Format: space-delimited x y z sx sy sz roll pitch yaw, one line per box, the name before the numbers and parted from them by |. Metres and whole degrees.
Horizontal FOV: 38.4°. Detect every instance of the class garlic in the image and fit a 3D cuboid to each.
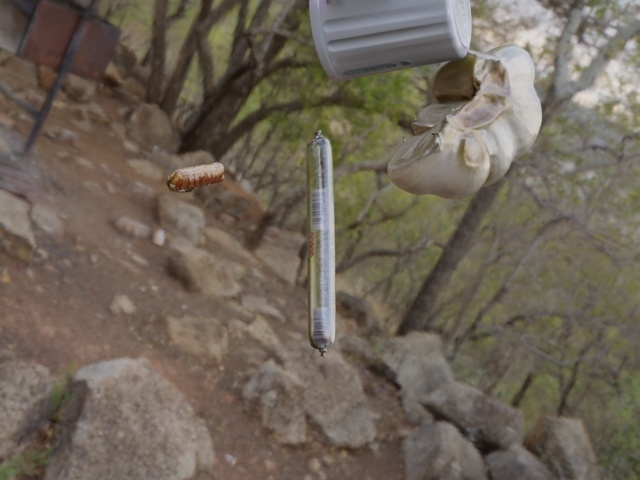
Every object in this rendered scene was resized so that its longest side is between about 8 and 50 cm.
garlic | 0.227 -0.170 1.399 0.184 0.281 0.203 30 -13 -19

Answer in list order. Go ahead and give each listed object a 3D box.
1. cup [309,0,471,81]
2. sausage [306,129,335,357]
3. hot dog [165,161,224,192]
cup | 0.095 -0.315 1.291 0.201 0.167 0.221 -4 13 21
sausage | 0.000 0.000 1.055 0.032 0.269 0.033 -1 -14 0
hot dog | -0.236 -0.119 1.759 0.144 0.062 0.038 -16 75 -51
